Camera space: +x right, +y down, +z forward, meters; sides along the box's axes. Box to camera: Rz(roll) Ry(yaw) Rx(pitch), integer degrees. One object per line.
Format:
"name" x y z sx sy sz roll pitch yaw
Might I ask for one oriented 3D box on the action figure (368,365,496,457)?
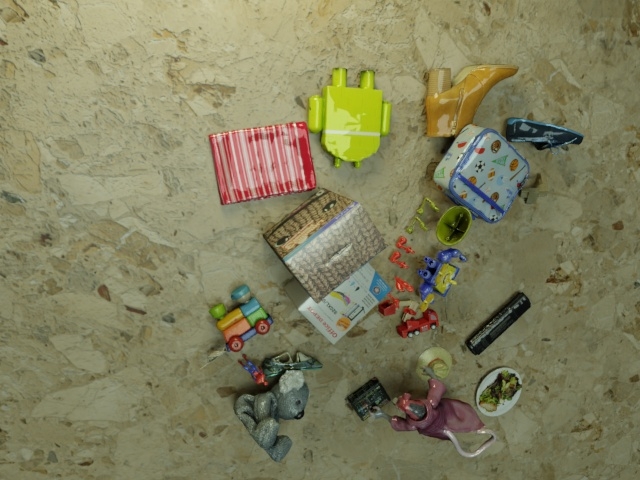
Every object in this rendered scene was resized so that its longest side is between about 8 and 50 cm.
"action figure" 0.342 0.575 1.527 0.248 0.276 0.370 -48 137 7

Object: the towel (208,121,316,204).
"towel" -0.153 -0.212 1.317 0.274 0.031 0.199 -12 106 -15

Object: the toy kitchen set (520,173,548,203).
"toy kitchen set" 0.715 -0.172 1.615 0.083 0.075 0.068 0 148 14

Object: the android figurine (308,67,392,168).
"android figurine" 0.086 -0.339 1.349 0.248 0.056 0.273 -3 104 -18

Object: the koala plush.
"koala plush" -0.125 0.491 1.430 0.221 0.203 0.196 -39 142 -18

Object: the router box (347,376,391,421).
"router box" 0.162 0.529 1.599 0.122 0.038 0.092 -34 110 -7

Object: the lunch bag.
"lunch bag" 0.497 -0.190 1.465 0.303 0.115 0.243 29 95 -35

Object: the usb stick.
"usb stick" 0.631 0.294 1.691 0.278 0.045 0.077 -41 119 -5

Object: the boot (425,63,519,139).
"boot" 0.450 -0.414 1.436 0.295 0.104 0.211 -9 111 -10

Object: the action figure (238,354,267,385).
"action figure" -0.195 0.387 1.414 0.038 0.115 0.030 -50 149 -4

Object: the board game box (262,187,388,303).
"board game box" 0.000 0.000 1.279 0.232 0.291 0.141 -39 112 -6

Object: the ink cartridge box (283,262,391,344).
"ink cartridge box" 0.045 0.143 1.394 0.232 0.168 0.171 -43 113 -3

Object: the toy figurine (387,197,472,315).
"toy figurine" 0.363 0.072 1.528 0.217 0.191 0.363 28 88 -52

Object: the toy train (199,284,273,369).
"toy train" -0.272 0.244 1.359 0.248 0.105 0.143 -32 100 -8

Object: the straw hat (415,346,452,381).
"straw hat" 0.406 0.441 1.644 0.144 0.061 0.145 -5 105 -17

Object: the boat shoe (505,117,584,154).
"boat shoe" 0.712 -0.333 1.545 0.258 0.109 0.089 10 108 -4

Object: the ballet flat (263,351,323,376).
"ballet flat" -0.083 0.374 1.471 0.188 0.070 0.070 -3 104 -21

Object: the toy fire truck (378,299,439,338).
"toy fire truck" 0.292 0.245 1.566 0.192 0.047 0.135 -16 106 -15

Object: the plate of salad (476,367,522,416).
"plate of salad" 0.666 0.565 1.767 0.199 0.048 0.200 -4 104 -17
